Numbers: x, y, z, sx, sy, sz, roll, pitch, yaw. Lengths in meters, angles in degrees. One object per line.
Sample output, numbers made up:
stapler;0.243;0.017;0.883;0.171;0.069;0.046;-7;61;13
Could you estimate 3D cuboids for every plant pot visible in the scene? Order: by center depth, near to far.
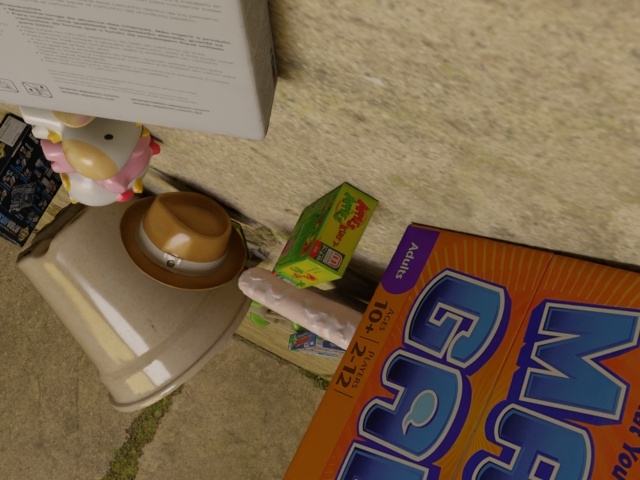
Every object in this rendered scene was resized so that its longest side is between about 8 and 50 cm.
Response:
plant pot;-0.335;0.069;1.406;0.305;0.334;0.334;51;159;-20

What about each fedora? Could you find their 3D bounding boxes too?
fedora;-0.193;-0.017;1.181;0.194;0.194;0.079;27;131;-2

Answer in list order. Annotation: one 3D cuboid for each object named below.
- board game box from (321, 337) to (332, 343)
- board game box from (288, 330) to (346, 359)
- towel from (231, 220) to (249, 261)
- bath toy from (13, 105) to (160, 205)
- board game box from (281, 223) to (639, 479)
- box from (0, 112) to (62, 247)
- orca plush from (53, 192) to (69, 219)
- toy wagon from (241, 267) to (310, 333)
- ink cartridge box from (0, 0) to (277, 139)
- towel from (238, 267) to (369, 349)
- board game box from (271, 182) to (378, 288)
board game box;0.071;0.174;1.452;0.170;0.048;0.141;23;178;-14
board game box;0.054;0.212;1.596;0.201;0.035;0.136;13;165;-20
towel;-0.176;-0.010;1.385;0.102;0.021;0.237;25;167;5
bath toy;-0.245;-0.119;0.898;0.348;0.129;0.151;121;130;-75
board game box;0.234;0.245;0.815;0.356;0.356;0.356;14;162;45
box;-0.523;-0.096;1.392;0.051;0.175;0.220;26;168;6
orca plush;-0.502;-0.064;1.651;0.102;0.151;0.287;62;163;-8
toy wagon;-0.157;0.110;1.708;0.344;0.068;0.267;33;165;-21
ink cartridge box;-0.198;-0.175;0.518;0.324;0.071;0.330;9;164;2
towel;0.085;0.134;1.183;0.332;0.053;0.317;24;-178;26
board game box;0.000;0.000;0.917;0.043;0.092;0.181;28;167;-10
